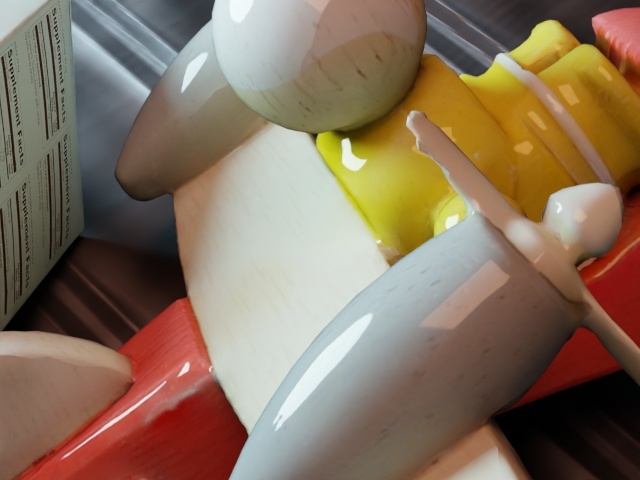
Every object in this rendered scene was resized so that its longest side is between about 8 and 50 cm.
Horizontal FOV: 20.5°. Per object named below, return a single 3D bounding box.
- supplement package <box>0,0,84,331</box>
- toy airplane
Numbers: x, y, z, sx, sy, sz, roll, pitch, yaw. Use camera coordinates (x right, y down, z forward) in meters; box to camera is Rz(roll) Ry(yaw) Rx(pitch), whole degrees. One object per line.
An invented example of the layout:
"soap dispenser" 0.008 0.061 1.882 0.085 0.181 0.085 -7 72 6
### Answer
"supplement package" -0.240 -0.034 0.839 0.194 0.149 0.203 9 31 13
"toy airplane" 0.000 0.000 0.751 0.386 0.272 0.384 4 34 35
